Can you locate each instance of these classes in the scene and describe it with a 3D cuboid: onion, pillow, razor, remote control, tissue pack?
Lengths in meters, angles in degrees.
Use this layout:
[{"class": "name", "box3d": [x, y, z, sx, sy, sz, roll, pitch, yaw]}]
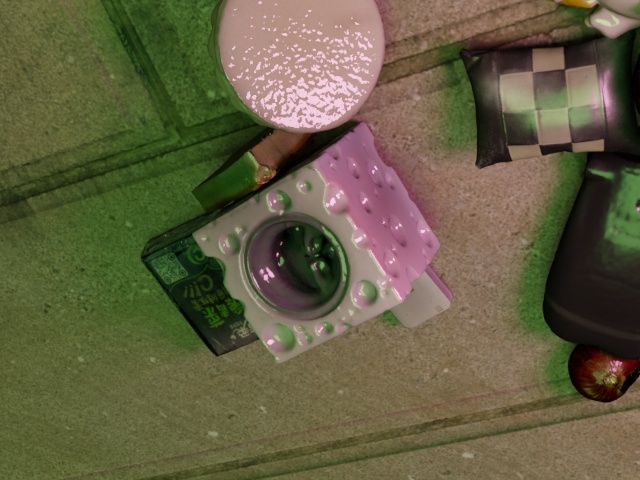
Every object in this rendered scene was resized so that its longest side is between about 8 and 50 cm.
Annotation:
[{"class": "onion", "box3d": [0.461, 0.206, 1.903, 0.118, 0.118, 0.117, 27, 91, -5]}, {"class": "pillow", "box3d": [0.333, -0.202, 1.668, 0.250, 0.106, 0.186, -4, 108, 14]}, {"class": "razor", "box3d": [0.465, 0.018, 1.774, 0.204, 0.113, 0.349, 14, 124, 10]}, {"class": "remote control", "box3d": [0.109, 0.034, 1.916, 0.103, 0.034, 0.250, -32, 108, 28]}, {"class": "tissue pack", "box3d": [-0.174, 0.074, 1.985, 0.173, 0.073, 0.235, -26, 113, 26]}]

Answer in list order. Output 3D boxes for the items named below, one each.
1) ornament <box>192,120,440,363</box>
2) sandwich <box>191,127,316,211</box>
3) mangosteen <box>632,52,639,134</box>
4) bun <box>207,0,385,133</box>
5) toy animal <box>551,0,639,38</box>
[{"class": "ornament", "box3d": [0.000, 0.000, 1.763, 0.239, 0.240, 0.240, -29, 98, 27]}, {"class": "sandwich", "box3d": [-0.116, -0.103, 1.757, 0.212, 0.245, 0.063, -35, 98, 30]}, {"class": "mangosteen", "box3d": [0.536, -0.174, 1.549, 0.231, 0.231, 0.289, -2, 90, 14]}, {"class": "bun", "box3d": [-0.050, -0.284, 1.681, 0.263, 0.175, 0.263, -2, 95, -20]}, {"class": "toy animal", "box3d": [0.356, -0.407, 1.500, 0.310, 0.183, 0.247, 42, 117, -8]}]
